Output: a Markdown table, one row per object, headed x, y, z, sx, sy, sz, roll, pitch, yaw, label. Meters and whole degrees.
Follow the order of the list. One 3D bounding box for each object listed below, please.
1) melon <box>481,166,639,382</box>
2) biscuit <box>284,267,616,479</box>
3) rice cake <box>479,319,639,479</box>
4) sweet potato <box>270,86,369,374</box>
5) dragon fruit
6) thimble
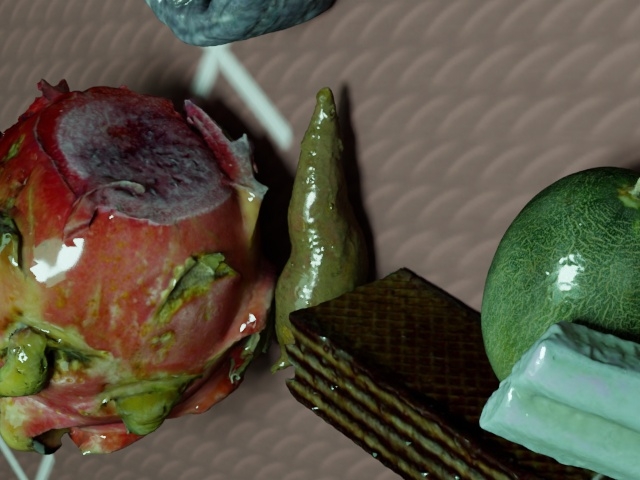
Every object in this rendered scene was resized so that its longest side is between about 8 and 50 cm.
| x | y | z | sx | sy | sz | roll | pitch | yaw | label |
| --- | --- | --- | --- | --- | --- | --- | --- | --- | --- |
| 0.151 | 0.026 | 0.792 | 0.114 | 0.114 | 0.167 | 44 | 138 | 29 | melon |
| 0.088 | 0.107 | 0.910 | 0.252 | 0.106 | 0.070 | 32 | 131 | 39 | biscuit |
| 0.202 | 0.105 | 0.737 | 0.226 | 0.040 | 0.085 | 19 | 132 | 2 | rice cake |
| 0.006 | 0.003 | 0.999 | 0.068 | 0.068 | 0.226 | 29 | 121 | 40 | sweet potato |
| -0.174 | 0.037 | 1.078 | 0.250 | 0.269 | 0.291 | 56 | 138 | 31 | dragon fruit |
| -0.057 | -0.209 | 0.947 | 0.150 | 0.098 | 0.150 | 23 | 122 | 42 | thimble |
